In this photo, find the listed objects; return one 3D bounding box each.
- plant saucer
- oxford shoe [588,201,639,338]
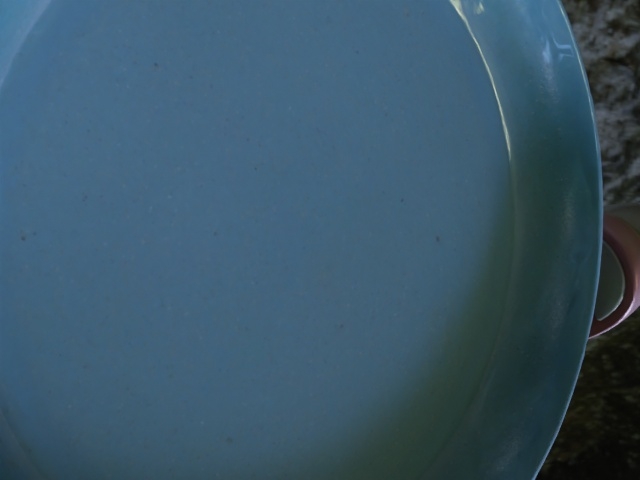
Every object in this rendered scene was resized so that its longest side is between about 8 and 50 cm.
[{"bbox_3d":[0.000,0.000,0.370,0.044,0.317,0.317,7,-85,49],"label":"plant saucer"},{"bbox_3d":[0.221,0.062,1.015,0.397,0.146,0.140,-26,-94,57],"label":"oxford shoe"}]
